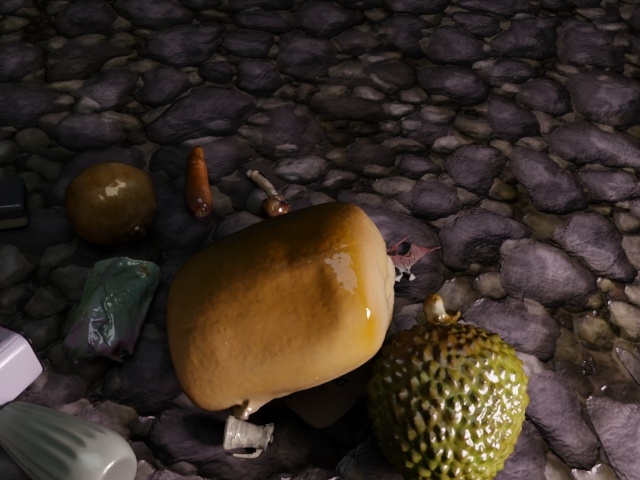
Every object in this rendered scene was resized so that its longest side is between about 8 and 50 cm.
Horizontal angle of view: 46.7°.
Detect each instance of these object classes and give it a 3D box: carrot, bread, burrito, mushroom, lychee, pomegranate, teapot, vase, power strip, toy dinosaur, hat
[{"bbox_3d":[-0.279,-0.143,1.673,0.059,0.059,0.248,-4,44,-10],"label":"carrot"},{"bbox_3d":[-0.060,0.091,1.246,0.375,0.253,0.348,-16,19,13],"label":"bread"},{"bbox_3d":[-0.389,0.127,1.378,0.143,0.089,0.229,4,44,2],"label":"burrito"},{"bbox_3d":[-0.122,-0.102,1.658,0.060,0.061,0.187,0,33,-25],"label":"mushroom"},{"bbox_3d":[0.204,0.250,1.203,0.269,0.270,0.320,25,67,18],"label":"lychee"},{"bbox_3d":[-0.420,-0.070,1.510,0.196,0.196,0.196,3,46,-3],"label":"pomegranate"},{"bbox_3d":[-0.120,0.328,1.236,0.083,0.057,0.067,7,83,-4],"label":"teapot"},{"bbox_3d":[-0.410,0.328,1.161,0.248,0.128,0.128,19,46,25],"label":"vase"},{"bbox_3d":[-0.744,-0.067,1.539,0.256,0.070,0.105,-6,45,-14],"label":"power strip"},{"bbox_3d":[0.163,0.038,1.560,0.220,0.032,0.108,-6,43,-25],"label":"toy dinosaur"},{"bbox_3d":[0.016,0.244,1.305,0.147,0.085,0.175,31,49,21],"label":"hat"}]

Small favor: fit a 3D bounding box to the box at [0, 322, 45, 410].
[{"bbox_3d":[-0.635,0.272,1.177,0.190,0.112,0.370,16,44,30],"label":"box"}]
